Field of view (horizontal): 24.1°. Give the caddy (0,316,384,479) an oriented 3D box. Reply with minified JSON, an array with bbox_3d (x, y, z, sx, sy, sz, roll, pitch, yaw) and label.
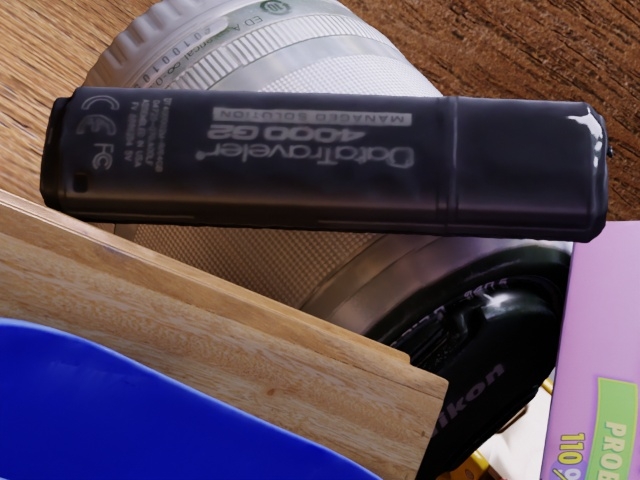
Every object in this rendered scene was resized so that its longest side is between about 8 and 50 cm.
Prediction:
[{"bbox_3d":[-0.015,0.151,0.440,0.341,0.179,0.241,31,18,-41],"label":"caddy"}]

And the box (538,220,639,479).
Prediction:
[{"bbox_3d":[0.195,0.148,0.786,0.243,0.117,0.214,69,28,-46],"label":"box"}]

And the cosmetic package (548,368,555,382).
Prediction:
[{"bbox_3d":[0.197,0.064,1.400,0.217,0.156,0.385,37,13,-22],"label":"cosmetic package"}]

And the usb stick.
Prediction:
[{"bbox_3d":[0.004,-0.038,0.737,0.045,0.278,0.077,86,7,-60],"label":"usb stick"}]

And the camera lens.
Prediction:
[{"bbox_3d":[0.000,0.000,0.874,0.274,0.219,0.219,50,15,31],"label":"camera lens"}]

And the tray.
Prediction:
[{"bbox_3d":[-0.143,0.010,0.578,0.202,0.076,0.411,18,-4,39],"label":"tray"}]

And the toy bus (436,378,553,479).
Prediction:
[{"bbox_3d":[0.111,0.135,1.026,0.190,0.104,0.202,10,55,-10],"label":"toy bus"}]
